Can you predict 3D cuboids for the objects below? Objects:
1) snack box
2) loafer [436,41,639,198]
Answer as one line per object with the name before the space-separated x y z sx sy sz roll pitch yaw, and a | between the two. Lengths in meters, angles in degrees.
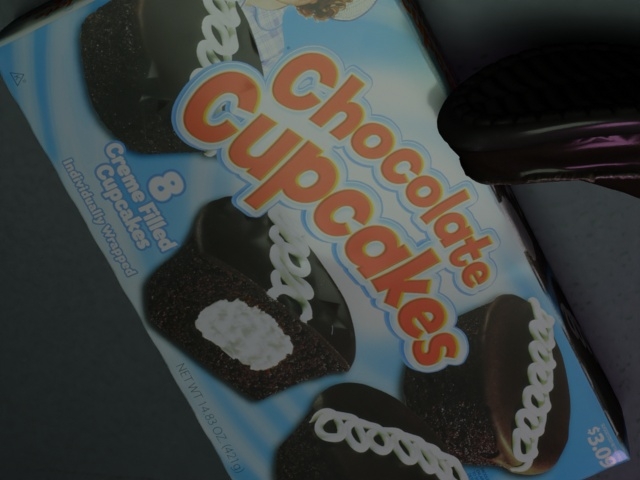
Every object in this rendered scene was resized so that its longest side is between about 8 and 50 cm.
snack box | 0.000 0.000 0.969 0.187 0.060 0.322 -25 106 13
loafer | 0.161 -0.043 0.908 0.220 0.080 0.078 -5 119 -10
